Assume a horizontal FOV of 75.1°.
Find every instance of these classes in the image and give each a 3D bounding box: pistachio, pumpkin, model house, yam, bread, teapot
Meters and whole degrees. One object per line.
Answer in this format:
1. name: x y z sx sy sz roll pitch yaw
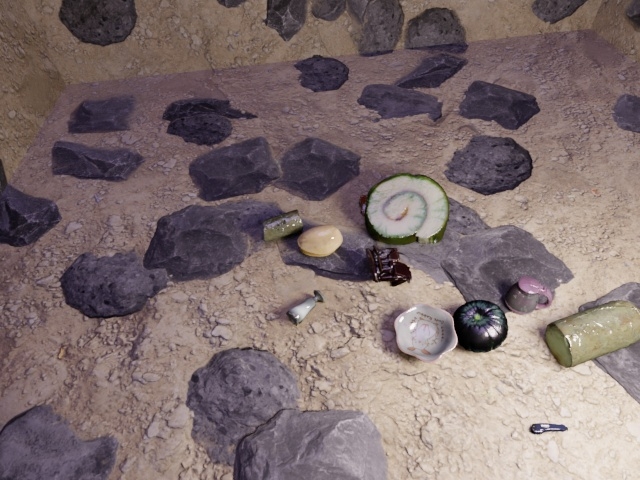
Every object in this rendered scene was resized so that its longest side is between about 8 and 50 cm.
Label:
1. pistachio: 0.000 0.000 1.842 0.200 0.117 0.145 -13 54 -7
2. pumpkin: 0.576 0.311 1.511 0.201 0.140 0.202 -14 45 14
3. model house: 0.282 0.096 1.724 0.164 0.141 0.203 -14 46 6
4. yam: -0.182 -0.067 1.925 0.194 0.107 0.107 -19 50 -10
5. bread: 0.391 -0.122 1.871 0.366 0.129 0.382 -39 66 -7
6. yam: 0.951 0.324 1.454 0.304 0.168 0.168 -15 49 -10
7. teapot: 0.787 0.212 1.576 0.116 0.146 0.148 -32 54 -22

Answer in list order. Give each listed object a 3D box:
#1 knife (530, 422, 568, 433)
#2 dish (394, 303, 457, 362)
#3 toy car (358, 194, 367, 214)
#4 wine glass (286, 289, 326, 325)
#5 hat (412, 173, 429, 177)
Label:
1. knife: 0.730 0.599 1.325 0.121 0.018 0.031 -2 41 2
2. dish: 0.384 0.348 1.528 0.229 0.081 0.230 -6 52 8
3. toy car: 0.220 -0.171 2.031 0.059 0.035 0.122 -1 47 -2
4. wine glass: -0.055 0.263 1.645 0.155 0.072 0.072 -37 56 -26
5. hat: 0.469 -0.245 2.043 0.205 0.089 0.206 -5 47 6
